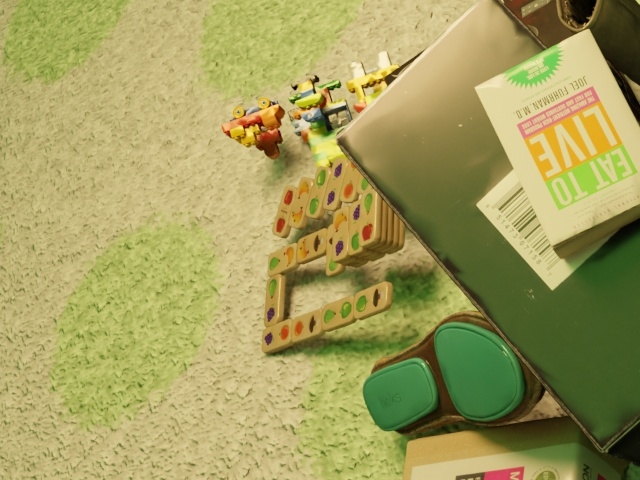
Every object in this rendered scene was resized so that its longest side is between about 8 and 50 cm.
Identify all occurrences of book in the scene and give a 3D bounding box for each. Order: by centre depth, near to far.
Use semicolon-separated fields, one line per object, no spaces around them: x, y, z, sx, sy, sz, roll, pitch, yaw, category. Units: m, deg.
0.186;-0.072;1.254;0.096;0.035;0.144;-28;65;11;book

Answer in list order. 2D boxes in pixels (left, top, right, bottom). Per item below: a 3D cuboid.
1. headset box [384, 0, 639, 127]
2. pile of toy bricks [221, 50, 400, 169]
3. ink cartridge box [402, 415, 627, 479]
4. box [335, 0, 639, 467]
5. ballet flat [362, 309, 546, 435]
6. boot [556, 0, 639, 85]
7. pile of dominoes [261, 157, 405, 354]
0.210;-0.103;1.723;0.218;0.110;0.293;-34;45;18;headset box
0.007;-0.123;1.942;0.212;0.118;0.105;-19;77;10;pile of toy bricks
0.161;0.283;1.510;0.193;0.088;0.234;-15;51;35;ink cartridge box
0.227;0.012;1.404;0.179;0.312;0.343;-43;64;8;box
0.144;0.113;1.567;0.316;0.106;0.107;-19;88;65;ballet flat
0.310;-0.155;1.597;0.076;0.208;0.189;-33;45;19;boot
0.000;0.000;1.807;0.251;0.040;0.195;-24;57;51;pile of dominoes
